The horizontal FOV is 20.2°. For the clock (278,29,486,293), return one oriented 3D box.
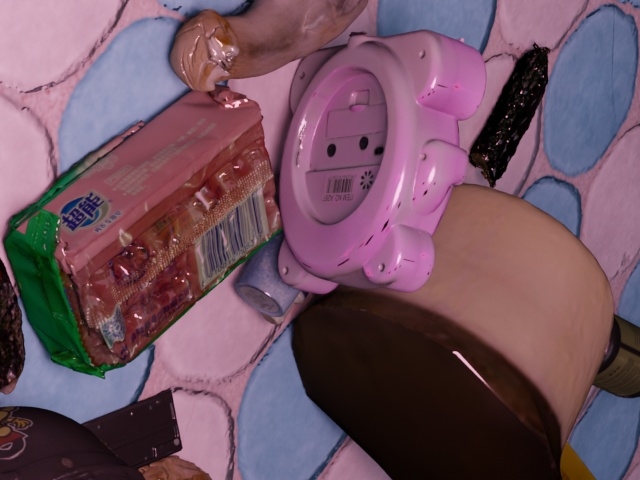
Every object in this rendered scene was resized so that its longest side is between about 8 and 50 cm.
[{"bbox_3d":[0.047,-0.073,1.729,0.090,0.227,0.248,16,78,-37],"label":"clock"}]

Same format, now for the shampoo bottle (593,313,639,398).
[{"bbox_3d":[0.411,0.161,2.470,0.284,0.101,0.101,24,88,-55],"label":"shampoo bottle"}]

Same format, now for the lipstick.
[{"bbox_3d":[0.004,-0.047,1.863,0.068,0.061,0.274,44,65,-28],"label":"lipstick"}]

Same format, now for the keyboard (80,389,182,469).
[{"bbox_3d":[-0.211,0.204,1.743,0.202,0.011,0.067,-18,100,-47],"label":"keyboard"}]

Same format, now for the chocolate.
[{"bbox_3d":[0.177,0.099,1.942,0.297,0.326,0.314,-43,-178,-27],"label":"chocolate"}]

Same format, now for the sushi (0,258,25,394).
[{"bbox_3d":[-0.335,0.086,1.430,0.225,0.136,0.126,-44,141,-40],"label":"sushi"}]

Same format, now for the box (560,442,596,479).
[{"bbox_3d":[0.285,0.417,2.493,0.279,0.041,0.153,-58,144,-13],"label":"box"}]

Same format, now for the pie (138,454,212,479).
[{"bbox_3d":[-0.179,0.310,1.827,0.195,0.046,0.195,-23,122,-42],"label":"pie"}]

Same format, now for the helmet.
[{"bbox_3d":[-0.276,0.244,1.563,0.230,0.160,0.279,-33,154,-18],"label":"helmet"}]

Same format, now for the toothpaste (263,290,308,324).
[{"bbox_3d":[0.000,0.000,1.905,0.216,0.037,0.062,-58,146,-26],"label":"toothpaste"}]

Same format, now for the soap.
[{"bbox_3d":[-0.149,-0.008,1.651,0.273,0.098,0.218,-41,137,-32],"label":"soap"}]

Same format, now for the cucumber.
[{"bbox_3d":[0.226,-0.149,2.109,0.181,0.053,0.053,-62,144,-10],"label":"cucumber"}]

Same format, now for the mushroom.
[{"bbox_3d":[-0.051,-0.201,1.694,0.223,0.081,0.092,-34,148,-35],"label":"mushroom"}]
